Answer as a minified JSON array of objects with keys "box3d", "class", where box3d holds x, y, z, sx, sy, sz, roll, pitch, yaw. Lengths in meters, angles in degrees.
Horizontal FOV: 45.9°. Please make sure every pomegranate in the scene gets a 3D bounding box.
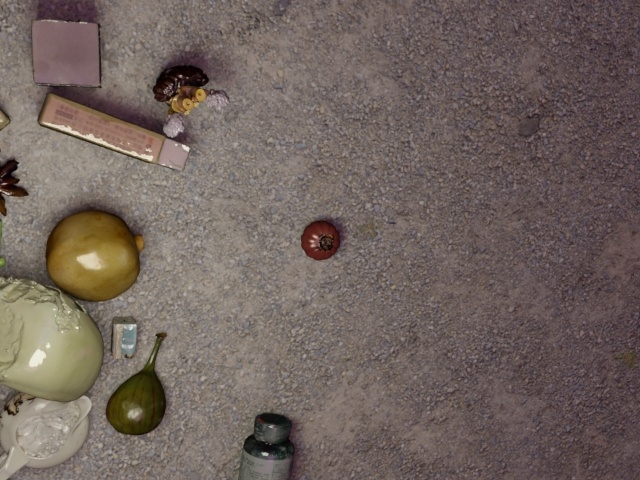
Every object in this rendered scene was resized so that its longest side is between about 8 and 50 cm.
[{"box3d":[-0.534,0.035,1.776,0.233,0.233,0.233,-3,100,-18],"class":"pomegranate"}]

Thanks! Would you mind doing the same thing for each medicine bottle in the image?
[{"box3d":[-0.147,0.619,2.035,0.141,0.141,0.293,7,97,-19],"class":"medicine bottle"}]

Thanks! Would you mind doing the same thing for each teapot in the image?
[{"box3d":[-0.680,0.469,1.828,0.300,0.166,0.208,-48,122,-11],"class":"teapot"}]

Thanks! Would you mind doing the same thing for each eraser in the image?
[{"box3d":[-0.484,-0.250,1.783,0.343,0.144,0.078,19,91,-21],"class":"eraser"}]

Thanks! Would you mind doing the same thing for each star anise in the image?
[{"box3d":[-0.763,-0.132,1.753,0.168,0.057,0.168,-3,98,-18],"class":"star anise"}]

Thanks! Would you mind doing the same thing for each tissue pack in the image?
[{"box3d":[-0.493,0.245,1.896,0.058,0.074,0.094,2,101,-22],"class":"tissue pack"}]

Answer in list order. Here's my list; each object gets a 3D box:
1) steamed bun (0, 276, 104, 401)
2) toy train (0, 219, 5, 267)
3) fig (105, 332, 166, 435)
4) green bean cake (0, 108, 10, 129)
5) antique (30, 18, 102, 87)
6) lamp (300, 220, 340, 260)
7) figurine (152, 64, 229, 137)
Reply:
[{"box3d":[-0.647,0.215,1.709,0.333,0.312,0.233,22,78,11],"class":"steamed bun"},{"box3d":[-0.812,0.049,1.750,0.157,0.105,0.253,2,100,-32],"class":"toy train"},{"box3d":[-0.458,0.360,1.912,0.151,0.151,0.259,10,71,-20],"class":"fig"},{"box3d":[-0.799,-0.302,1.699,0.109,0.085,0.179,-42,108,-9],"class":"green bean cake"},{"box3d":[-0.573,-0.421,1.722,0.152,0.148,0.147,-1,98,-18],"class":"antique"},{"box3d":[0.000,0.000,2.010,0.107,0.092,0.107,-2,98,-19],"class":"lamp"},{"box3d":[-0.318,-0.341,1.775,0.174,0.240,0.116,-32,127,-10],"class":"figurine"}]
